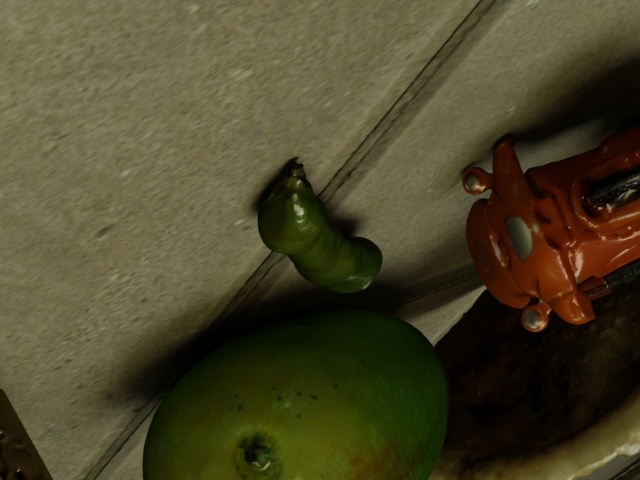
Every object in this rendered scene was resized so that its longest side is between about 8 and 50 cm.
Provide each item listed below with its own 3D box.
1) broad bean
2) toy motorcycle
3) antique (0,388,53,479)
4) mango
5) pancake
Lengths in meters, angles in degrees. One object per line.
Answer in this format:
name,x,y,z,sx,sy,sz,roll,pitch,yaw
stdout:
broad bean,0.000,0.001,1.297,0.256,0.052,0.053,47,61,-72
toy motorcycle,0.234,-0.028,1.439,0.221,0.148,0.325,-26,172,28
antique,-0.256,0.198,1.250,0.146,0.152,0.148,-13,155,-49
mango,-0.011,0.160,1.510,0.225,0.201,0.382,-58,170,17
pancake,0.212,0.096,1.635,0.356,0.065,0.356,-34,-154,19
